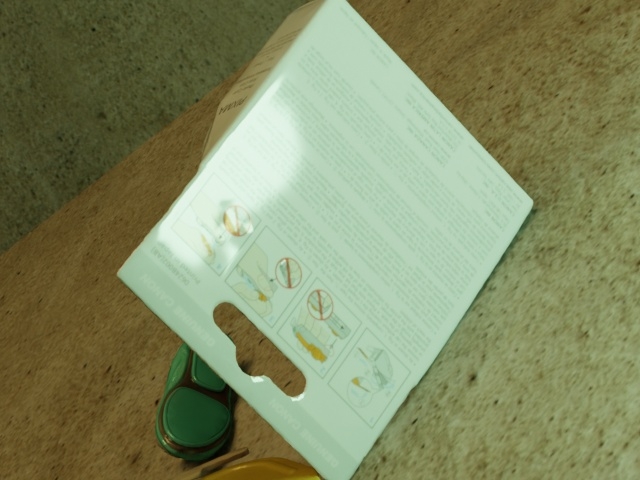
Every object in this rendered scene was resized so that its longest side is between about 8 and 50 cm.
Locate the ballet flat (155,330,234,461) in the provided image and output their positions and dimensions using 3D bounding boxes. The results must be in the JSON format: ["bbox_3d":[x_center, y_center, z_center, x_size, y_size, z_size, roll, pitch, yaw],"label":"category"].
[{"bbox_3d":[-0.141,0.191,2.088,0.247,0.083,0.087,-79,15,-62],"label":"ballet flat"}]

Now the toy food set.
[{"bbox_3d":[-0.072,0.262,1.781,0.128,0.071,0.218,-24,12,-22],"label":"toy food set"}]

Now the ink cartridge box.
[{"bbox_3d":[0.000,0.000,1.814,0.091,0.308,0.385,-15,34,57],"label":"ink cartridge box"}]
